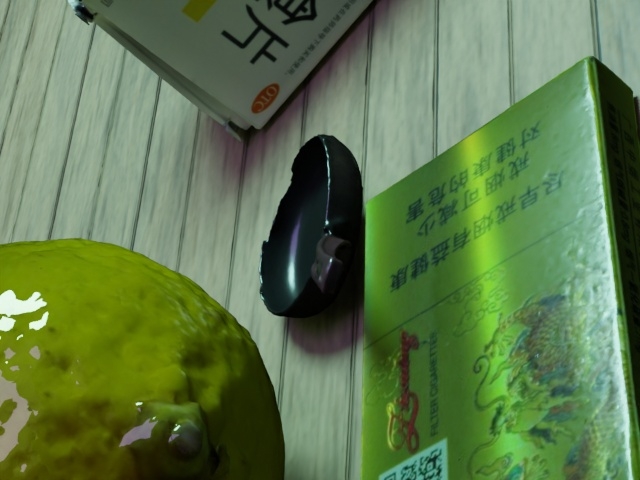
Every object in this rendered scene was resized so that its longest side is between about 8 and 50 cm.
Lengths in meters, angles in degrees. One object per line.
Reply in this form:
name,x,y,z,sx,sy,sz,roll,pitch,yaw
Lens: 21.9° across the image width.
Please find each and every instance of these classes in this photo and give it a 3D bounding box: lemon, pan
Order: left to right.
lemon,-0.144,0.120,0.897,0.310,0.253,0.253,-24,43,50
pan,0.003,0.001,0.960,0.212,0.040,0.115,-131,55,-76

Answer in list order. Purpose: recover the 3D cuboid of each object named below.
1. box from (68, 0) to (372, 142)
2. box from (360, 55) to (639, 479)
box,-0.024,-0.256,1.168,0.333,0.173,0.145,-48,29,13
box,0.092,0.062,0.827,0.173,0.043,0.311,-35,36,33
